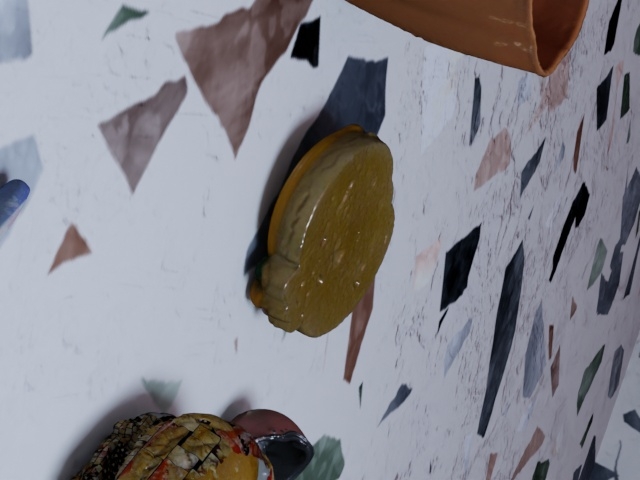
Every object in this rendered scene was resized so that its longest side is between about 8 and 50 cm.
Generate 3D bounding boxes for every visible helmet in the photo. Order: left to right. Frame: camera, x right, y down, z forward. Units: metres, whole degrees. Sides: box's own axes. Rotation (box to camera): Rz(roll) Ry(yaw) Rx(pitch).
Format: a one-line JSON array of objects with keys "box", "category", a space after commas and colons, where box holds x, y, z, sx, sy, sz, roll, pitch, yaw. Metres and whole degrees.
[{"box": [-0.050, 0.149, 1.101, 0.084, 0.049, 0.065, 11, 128, -43], "category": "helmet"}]

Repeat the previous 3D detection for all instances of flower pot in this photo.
[{"box": [0.102, -0.227, 1.069, 0.190, 0.173, 0.191, -50, 148, -47], "category": "flower pot"}]

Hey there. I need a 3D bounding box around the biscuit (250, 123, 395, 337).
[{"box": [-0.003, -0.002, 1.126, 0.170, 0.050, 0.170, -45, 148, -39], "category": "biscuit"}]

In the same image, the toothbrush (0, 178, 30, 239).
[{"box": [-0.203, 0.085, 0.720, 0.027, 0.021, 0.269, 71, 38, -63], "category": "toothbrush"}]

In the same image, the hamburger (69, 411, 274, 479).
[{"box": [-0.098, 0.218, 0.958, 0.231, 0.107, 0.231, -30, 126, -54], "category": "hamburger"}]
